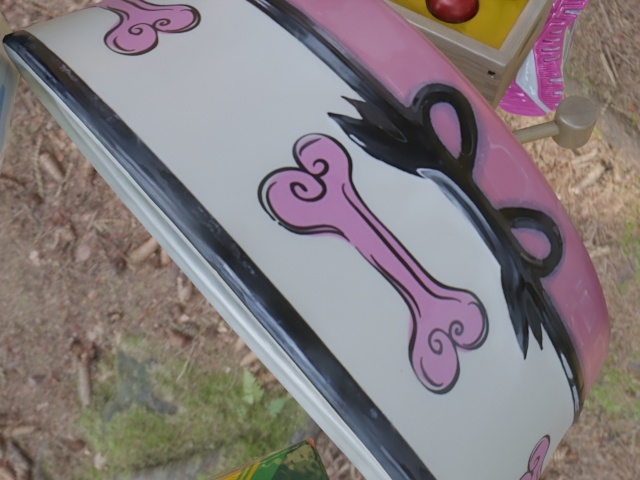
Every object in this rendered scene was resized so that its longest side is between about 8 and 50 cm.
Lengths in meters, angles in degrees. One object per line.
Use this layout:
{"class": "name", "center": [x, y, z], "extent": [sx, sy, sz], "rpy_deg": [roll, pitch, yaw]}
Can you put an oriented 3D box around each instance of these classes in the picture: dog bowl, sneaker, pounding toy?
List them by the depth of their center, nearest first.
{"class": "dog bowl", "center": [0.000, 0.000, 0.528], "extent": [0.150, 0.408, 0.408], "rpy_deg": [-40, 102, -10]}
{"class": "pounding toy", "center": [0.135, -0.152, 0.682], "extent": [0.206, 0.181, 0.094], "rpy_deg": [28, 155, 12]}
{"class": "sneaker", "center": [0.254, -0.274, 0.985], "extent": [0.102, 0.111, 0.252], "rpy_deg": [11, 137, 8]}

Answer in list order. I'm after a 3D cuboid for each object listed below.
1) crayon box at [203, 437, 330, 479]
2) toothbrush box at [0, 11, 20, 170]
{"class": "crayon box", "center": [-0.162, 0.372, 1.139], "extent": [0.202, 0.318, 0.081], "rpy_deg": [-31, 78, 38]}
{"class": "toothbrush box", "center": [-0.325, -0.108, 0.421], "extent": [0.283, 0.206, 0.122], "rpy_deg": [5, 73, -2]}
